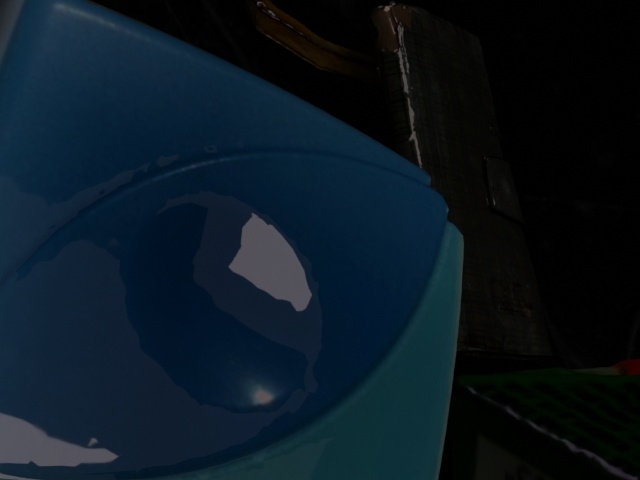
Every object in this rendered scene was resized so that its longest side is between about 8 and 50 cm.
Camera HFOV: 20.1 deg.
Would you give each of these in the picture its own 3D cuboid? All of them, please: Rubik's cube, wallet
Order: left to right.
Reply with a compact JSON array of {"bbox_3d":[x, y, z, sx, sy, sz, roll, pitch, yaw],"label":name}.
[{"bbox_3d":[-0.148,0.097,1.124,0.352,0.347,0.352,24,55,-26],"label":"Rubik's cube"},{"bbox_3d":[0.121,-0.047,1.575,0.169,0.044,0.317,11,63,-54],"label":"wallet"}]

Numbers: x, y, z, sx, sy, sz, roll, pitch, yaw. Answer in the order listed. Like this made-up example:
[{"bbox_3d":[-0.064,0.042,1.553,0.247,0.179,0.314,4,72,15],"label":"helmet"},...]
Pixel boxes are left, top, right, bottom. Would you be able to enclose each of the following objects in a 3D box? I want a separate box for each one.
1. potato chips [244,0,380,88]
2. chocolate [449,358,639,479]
[{"bbox_3d":[0.019,-0.165,1.600,0.204,0.026,0.037,23,43,-26],"label":"potato chips"},{"bbox_3d":[0.327,0.223,1.436,0.341,0.360,0.162,-2,109,-38],"label":"chocolate"}]
